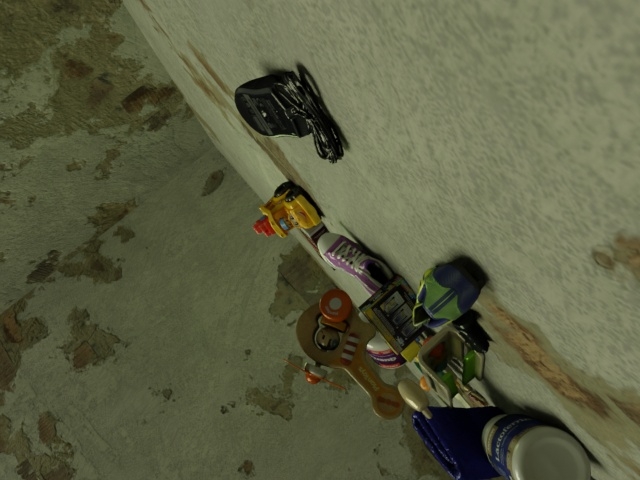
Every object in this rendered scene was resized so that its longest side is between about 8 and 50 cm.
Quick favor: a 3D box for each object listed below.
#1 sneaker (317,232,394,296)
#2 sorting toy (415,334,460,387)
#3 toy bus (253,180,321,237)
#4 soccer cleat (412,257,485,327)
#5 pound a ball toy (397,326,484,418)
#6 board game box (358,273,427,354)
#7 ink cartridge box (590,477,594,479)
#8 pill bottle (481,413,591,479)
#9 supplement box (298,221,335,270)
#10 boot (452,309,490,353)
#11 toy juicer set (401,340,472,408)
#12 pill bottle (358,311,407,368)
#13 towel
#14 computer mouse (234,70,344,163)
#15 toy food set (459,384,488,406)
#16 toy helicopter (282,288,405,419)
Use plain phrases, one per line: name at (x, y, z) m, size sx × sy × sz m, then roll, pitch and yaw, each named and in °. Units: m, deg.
sneaker at (0.108, 0.054, 1.363) m, size 0.282 × 0.102 × 0.161 m, roll 37°, pitch 167°, yaw 14°
sorting toy at (0.346, 0.330, 1.493) m, size 0.347 × 0.047 × 0.196 m, roll 48°, pitch 180°, yaw -29°
toy bus at (-0.130, -0.083, 1.659) m, size 0.149 × 0.211 × 0.220 m, roll 55°, pitch 171°, yaw -27°
soccer cleat at (0.201, 0.106, 0.849) m, size 0.093 × 0.121 × 0.289 m, roll 48°, pitch 174°, yaw 12°
pound a ball toy at (0.290, 0.338, 1.201) m, size 0.136 × 0.208 × 0.319 m, roll 46°, pitch 173°, yaw 32°
board game box at (0.206, 0.200, 1.281) m, size 0.170 × 0.141 × 0.048 m, roll 53°, pitch 173°, yaw -20°
ink cartridge box at (0.619, 0.650, 1.134) m, size 0.311 × 0.065 × 0.186 m, roll 52°, pitch 149°, yaw -3°
pill bottle at (0.460, 0.472, 1.055) m, size 0.153 × 0.153 × 0.264 m, roll 49°, pitch 173°, yaw 10°
supplement box at (0.000, 0.000, 1.860) m, size 0.130 × 0.073 × 0.239 m, roll 42°, pitch 171°, yaw 47°
boot at (0.303, 0.184, 0.954) m, size 0.099 × 0.045 × 0.121 m, roll 53°, pitch -179°, yaw -4°
toy juicer set at (0.371, 0.459, 1.606) m, size 0.329 × 0.089 × 0.209 m, roll 47°, pitch -179°, yaw 4°
pill bottle at (0.253, 0.377, 1.810) m, size 0.181 × 0.181 × 0.323 m, roll 45°, pitch 172°, yaw 37°
towel at (0.423, 0.530, 1.281) m, size 0.308 × 0.076 × 0.227 m, roll 8°, pitch -160°, yaw -28°
computer mouse at (-0.064, -0.250, 0.898) m, size 0.272 × 0.072 × 0.188 m, roll 24°, pitch 154°, yaw 48°
toy food set at (0.510, 0.510, 1.566) m, size 0.078 × 0.019 × 0.122 m, roll 52°, pitch 166°, yaw -26°
toy helicopter at (0.066, 0.314, 1.211) m, size 0.355 × 0.235 × 0.140 m, roll 47°, pitch 171°, yaw 23°
